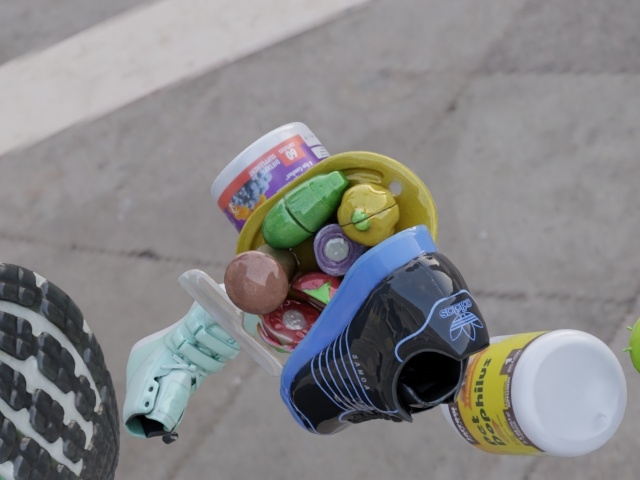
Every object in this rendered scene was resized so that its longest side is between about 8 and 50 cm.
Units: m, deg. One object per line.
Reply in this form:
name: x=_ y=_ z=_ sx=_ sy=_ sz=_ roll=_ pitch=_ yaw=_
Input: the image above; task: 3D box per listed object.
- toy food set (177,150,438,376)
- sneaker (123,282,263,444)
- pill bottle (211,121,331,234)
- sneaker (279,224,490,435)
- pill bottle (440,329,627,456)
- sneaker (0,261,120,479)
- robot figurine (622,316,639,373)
toy food set: x=-0.010 y=0.026 z=1.342 sx=0.218 sy=0.128 sz=0.071 roll=-37 pitch=3 yaw=23
sneaker: x=-0.151 y=0.160 z=2.169 sx=0.256 sy=0.094 sz=0.151 roll=-35 pitch=35 yaw=35
pill bottle: x=0.000 y=0.000 z=1.540 sx=0.108 sy=0.108 sz=0.193 roll=-35 pitch=80 yaw=-16
sneaker: x=0.039 y=0.085 z=1.119 sx=0.081 sy=0.232 sz=0.090 roll=-22 pitch=68 yaw=-26
pill bottle: x=0.194 y=0.148 z=1.672 sx=0.117 sy=0.117 sz=0.215 roll=-38 pitch=7 yaw=-20
sneaker: x=-0.317 y=0.077 z=1.272 sx=0.182 sy=0.410 sz=0.158 roll=-18 pitch=42 yaw=40
robot figurine: x=0.323 y=0.095 z=1.526 sx=0.115 sy=0.067 sz=0.101 roll=9 pitch=25 yaw=12
